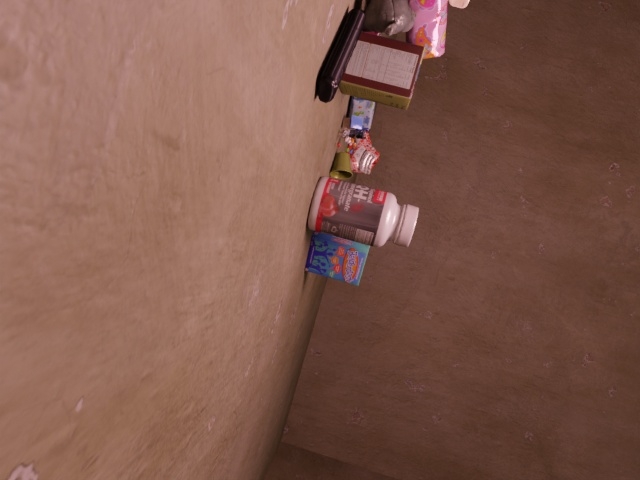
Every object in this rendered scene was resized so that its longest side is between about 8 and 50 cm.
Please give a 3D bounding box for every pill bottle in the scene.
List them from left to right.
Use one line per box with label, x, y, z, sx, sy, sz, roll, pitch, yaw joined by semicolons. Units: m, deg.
pill bottle;0.133;-0.080;1.547;0.176;0.319;0.176;15;90;-85

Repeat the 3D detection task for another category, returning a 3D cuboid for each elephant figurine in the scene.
elephant figurine;0.167;-0.654;1.247;0.169;0.186;0.239;-23;126;-39

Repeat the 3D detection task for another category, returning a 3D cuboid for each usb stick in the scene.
usb stick;0.048;-0.421;1.116;0.077;0.045;0.278;111;-2;-57

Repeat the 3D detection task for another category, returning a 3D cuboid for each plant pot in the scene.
plant pot;0.077;-0.272;1.770;0.083;0.083;0.079;86;9;-76

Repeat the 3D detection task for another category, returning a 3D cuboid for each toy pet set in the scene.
toy pet set;0.115;-0.367;1.712;0.122;0.065;0.114;3;93;-64

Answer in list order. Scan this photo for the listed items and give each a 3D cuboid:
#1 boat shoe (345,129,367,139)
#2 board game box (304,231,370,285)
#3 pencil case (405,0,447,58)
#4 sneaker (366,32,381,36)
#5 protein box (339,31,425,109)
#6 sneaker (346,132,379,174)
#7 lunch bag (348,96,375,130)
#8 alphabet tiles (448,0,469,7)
boat shoe;0.142;-0.419;1.924;0.183;0.083;0.065;-53;158;-77
board game box;0.059;0.065;1.811;0.047;0.210;0.160;-67;170;-57
pencil case;0.283;-0.648;1.356;0.124;0.124;0.284;-68;154;-50
sneaker;0.171;-0.670;1.594;0.075;0.063;0.170;-59;169;-70
protein box;0.165;-0.462;1.359;0.200;0.201;0.136;-42;148;-81
sneaker;0.200;-0.423;2.195;0.090;0.145;0.270;75;31;-80
lunch bag;0.150;-0.491;1.793;0.151;0.096;0.129;-90;-175;-47
alphabet tiles;0.288;-0.744;1.365;0.021;0.284;0.278;-70;175;-52
